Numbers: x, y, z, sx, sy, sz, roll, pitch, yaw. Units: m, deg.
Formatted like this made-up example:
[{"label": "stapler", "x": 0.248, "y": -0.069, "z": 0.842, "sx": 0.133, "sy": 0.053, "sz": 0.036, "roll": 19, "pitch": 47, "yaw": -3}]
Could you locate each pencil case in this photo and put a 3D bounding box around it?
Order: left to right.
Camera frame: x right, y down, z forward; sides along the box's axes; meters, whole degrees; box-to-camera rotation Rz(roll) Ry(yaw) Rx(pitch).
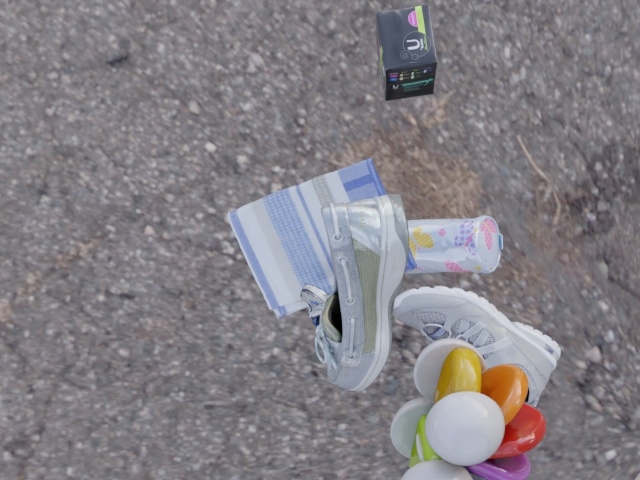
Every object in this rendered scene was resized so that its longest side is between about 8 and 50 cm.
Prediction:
[{"label": "pencil case", "x": 0.215, "y": 0.013, "z": 1.926, "sx": 0.273, "sy": 0.124, "sz": 0.113, "roll": -3, "pitch": 79, "yaw": 34}]

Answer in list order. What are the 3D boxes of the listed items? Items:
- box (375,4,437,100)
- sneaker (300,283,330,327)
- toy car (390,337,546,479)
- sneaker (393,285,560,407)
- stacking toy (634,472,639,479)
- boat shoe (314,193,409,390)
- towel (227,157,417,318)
[{"label": "box", "x": 0.083, "y": -0.181, "z": 0.959, "sx": 0.052, "sy": 0.083, "sz": 0.062, "roll": -8, "pitch": 76, "yaw": 2}, {"label": "sneaker", "x": 0.000, "y": 0.109, "z": 1.570, "sx": 0.058, "sy": 0.052, "sz": 0.135, "roll": -59, "pitch": 30, "yaw": -8}, {"label": "toy car", "x": 0.152, "y": 0.198, "z": 0.989, "sx": 0.136, "sy": 0.159, "sz": 0.182, "roll": 15, "pitch": 113, "yaw": -8}, {"label": "sneaker", "x": 0.235, "y": 0.159, "z": 1.495, "sx": 0.281, "sy": 0.105, "sz": 0.115, "roll": 24, "pitch": 62, "yaw": -7}, {"label": "stacking toy", "x": 0.401, "y": 0.328, "z": 0.582, "sx": 0.350, "sy": 0.480, "sz": 0.350, "roll": -2, "pitch": 118, "yaw": -3}, {"label": "boat shoe", "x": 0.035, "y": 0.071, "z": 1.213, "sx": 0.103, "sy": 0.320, "sz": 0.118, "roll": -1, "pitch": 49, "yaw": -9}, {"label": "towel", "x": 0.000, "y": 0.000, "z": 1.645, "sx": 0.285, "sy": 0.034, "sz": 0.209, "roll": -20, "pitch": 102, "yaw": 24}]
